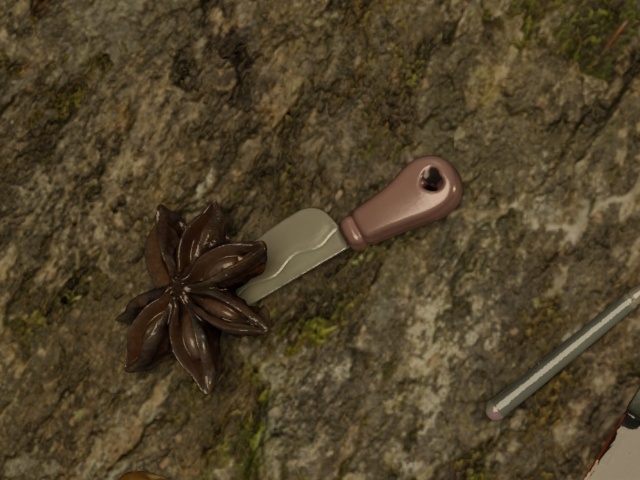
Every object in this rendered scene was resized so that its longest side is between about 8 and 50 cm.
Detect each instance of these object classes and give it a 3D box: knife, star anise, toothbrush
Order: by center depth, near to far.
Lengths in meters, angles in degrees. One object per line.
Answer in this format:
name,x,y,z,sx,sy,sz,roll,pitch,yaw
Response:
toothbrush,0.313,0.081,1.795,0.342,0.025,0.030,-37,82,4
star anise,-0.130,0.063,1.854,0.197,0.073,0.212,19,86,33
knife,-0.001,-0.003,1.865,0.336,0.043,0.081,-26,72,9

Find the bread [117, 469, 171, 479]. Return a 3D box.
bread,-0.225,0.396,1.834,0.142,0.091,0.305,27,89,8

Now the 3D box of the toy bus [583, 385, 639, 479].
toy bus,0.324,0.274,1.702,0.143,0.153,0.329,30,88,12
